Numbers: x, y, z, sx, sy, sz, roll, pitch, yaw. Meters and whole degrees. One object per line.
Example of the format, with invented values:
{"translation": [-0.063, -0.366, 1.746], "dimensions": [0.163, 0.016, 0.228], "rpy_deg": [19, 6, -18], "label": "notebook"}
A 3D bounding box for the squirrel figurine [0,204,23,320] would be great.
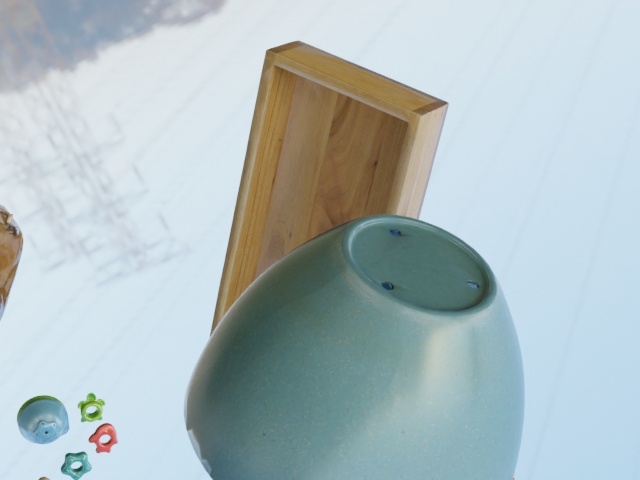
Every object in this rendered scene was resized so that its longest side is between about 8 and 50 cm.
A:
{"translation": [-0.448, 0.007, 1.273], "dimensions": [0.281, 0.370, 0.397], "rpy_deg": [12, -124, 46], "label": "squirrel figurine"}

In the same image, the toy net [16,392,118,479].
{"translation": [-0.329, 0.310, 2.047], "dimensions": [0.122, 0.232, 0.045], "rpy_deg": [-17, -154, -12], "label": "toy net"}

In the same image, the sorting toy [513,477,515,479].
{"translation": [0.190, 0.250, 1.617], "dimensions": [0.045, 0.075, 0.083], "rpy_deg": [-11, -137, -6], "label": "sorting toy"}

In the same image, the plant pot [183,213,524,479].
{"translation": [0.051, 0.095, 1.250], "dimensions": [0.290, 0.290, 0.195], "rpy_deg": [-50, 164, -56], "label": "plant pot"}

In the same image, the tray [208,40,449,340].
{"translation": [0.000, 0.000, 1.727], "dimensions": [0.203, 0.411, 0.076], "rpy_deg": [26, -151, 24], "label": "tray"}
